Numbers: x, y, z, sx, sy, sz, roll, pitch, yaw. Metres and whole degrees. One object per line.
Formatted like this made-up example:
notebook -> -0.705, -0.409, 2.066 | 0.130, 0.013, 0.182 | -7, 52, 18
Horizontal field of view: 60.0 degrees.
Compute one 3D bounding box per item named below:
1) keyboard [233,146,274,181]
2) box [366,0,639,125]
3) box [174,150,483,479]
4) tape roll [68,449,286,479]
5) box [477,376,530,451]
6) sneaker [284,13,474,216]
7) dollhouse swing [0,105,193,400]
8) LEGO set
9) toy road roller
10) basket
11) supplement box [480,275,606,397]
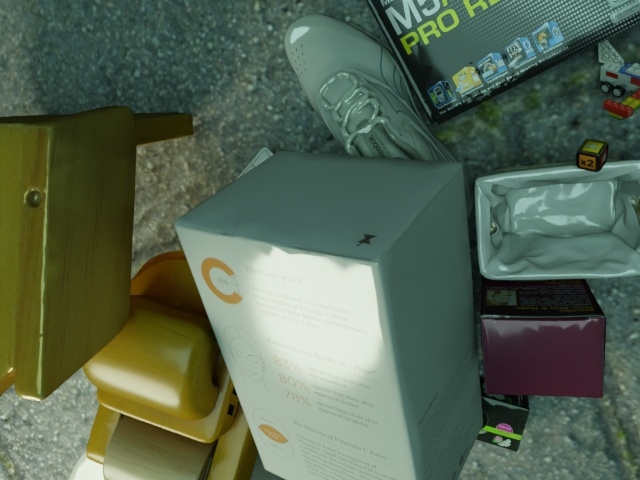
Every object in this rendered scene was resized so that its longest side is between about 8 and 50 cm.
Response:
keyboard -> 0.000, 0.000, 0.674 | 0.256, 0.014, 0.072 | 45, 113, 2
box -> 0.182, -0.269, 0.533 | 0.270, 0.060, 0.216 | -24, 106, 27
box -> 0.029, 0.102, 0.572 | 0.215, 0.168, 0.345 | 10, 127, 34
tape roll -> -0.216, 0.453, 0.870 | 0.392, 0.072, 0.391 | 4, 104, 17
box -> 0.208, 0.210, 0.685 | 0.083, 0.052, 0.062 | 13, 108, 15
sneaker -> 0.063, -0.128, 0.602 | 0.111, 0.129, 0.297 | -40, 89, 23
dollhouse swing -> -0.338, -0.018, 0.630 | 0.347, 0.305, 0.315 | 2, 91, 16
LEGO set -> 0.353, -0.125, 0.491 | 0.244, 0.182, 0.060 | -6, 137, 20
toy road roller -> -0.180, 0.174, 0.666 | 0.203, 0.240, 0.329 | 14, 88, 14
basket -> 0.251, -0.027, 0.583 | 0.167, 0.103, 0.113 | -4, 103, 17
supplement box -> 0.221, 0.080, 0.574 | 0.104, 0.188, 0.080 | -2, 104, 18
